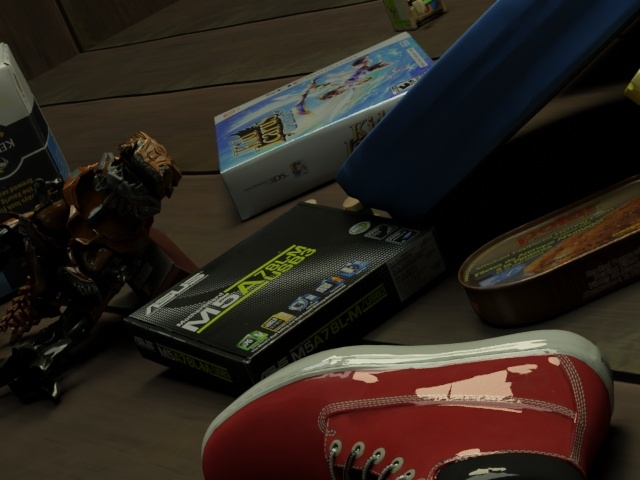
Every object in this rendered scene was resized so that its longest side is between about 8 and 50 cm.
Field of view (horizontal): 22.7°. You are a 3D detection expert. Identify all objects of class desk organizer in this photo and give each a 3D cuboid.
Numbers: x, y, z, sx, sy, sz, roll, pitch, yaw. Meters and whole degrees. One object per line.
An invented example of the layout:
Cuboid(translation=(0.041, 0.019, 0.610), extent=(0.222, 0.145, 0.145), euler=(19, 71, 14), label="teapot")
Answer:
Cuboid(translation=(-0.150, 0.024, 1.459), extent=(0.047, 0.050, 0.130), euler=(-58, 34, 6), label="desk organizer")

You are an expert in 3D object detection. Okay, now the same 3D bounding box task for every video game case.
Cuboid(translation=(0.010, -0.128, 1.692), extent=(0.244, 0.061, 0.269), euler=(-25, 17, 2), label="video game case")

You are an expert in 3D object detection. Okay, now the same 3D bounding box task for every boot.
Cuboid(translation=(0.028, 0.130, 0.844), extent=(0.244, 0.088, 0.176), euler=(-13, 21, 22), label="boot")

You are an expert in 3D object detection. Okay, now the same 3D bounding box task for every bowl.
Cuboid(translation=(0.176, -0.156, 1.264), extent=(0.391, 0.077, 0.391), euler=(-44, -2, -2), label="bowl")

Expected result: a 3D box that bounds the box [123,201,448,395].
Cuboid(translation=(-0.028, 0.041, 1.226), extent=(0.191, 0.045, 0.184), euler=(-34, 27, -25), label="box")

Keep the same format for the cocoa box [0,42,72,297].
Cuboid(translation=(-0.447, -0.034, 1.738), extent=(0.347, 0.228, 0.231), euler=(-26, 16, -4), label="cocoa box")

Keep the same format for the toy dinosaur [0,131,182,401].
Cuboid(translation=(-0.220, 0.027, 1.389), extent=(0.164, 0.322, 0.218), euler=(33, 51, 16), label="toy dinosaur")

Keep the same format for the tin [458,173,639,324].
Cuboid(translation=(0.187, 0.002, 1.093), extent=(0.190, 0.040, 0.106), euler=(-24, 21, 1), label="tin")

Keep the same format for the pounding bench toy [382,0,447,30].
Cuboid(translation=(0.134, -0.314, 2.098), extent=(0.065, 0.052, 0.083), euler=(-31, 18, -22), label="pounding bench toy")

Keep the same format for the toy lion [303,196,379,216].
Cuboid(translation=(0.000, 0.000, 1.373), extent=(0.100, 0.034, 0.096), euler=(-7, 31, 45), label="toy lion")

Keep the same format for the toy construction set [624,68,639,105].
Cuboid(translation=(0.354, -0.203, 1.108), extent=(0.328, 0.151, 0.215), euler=(-42, -4, 20), label="toy construction set")
